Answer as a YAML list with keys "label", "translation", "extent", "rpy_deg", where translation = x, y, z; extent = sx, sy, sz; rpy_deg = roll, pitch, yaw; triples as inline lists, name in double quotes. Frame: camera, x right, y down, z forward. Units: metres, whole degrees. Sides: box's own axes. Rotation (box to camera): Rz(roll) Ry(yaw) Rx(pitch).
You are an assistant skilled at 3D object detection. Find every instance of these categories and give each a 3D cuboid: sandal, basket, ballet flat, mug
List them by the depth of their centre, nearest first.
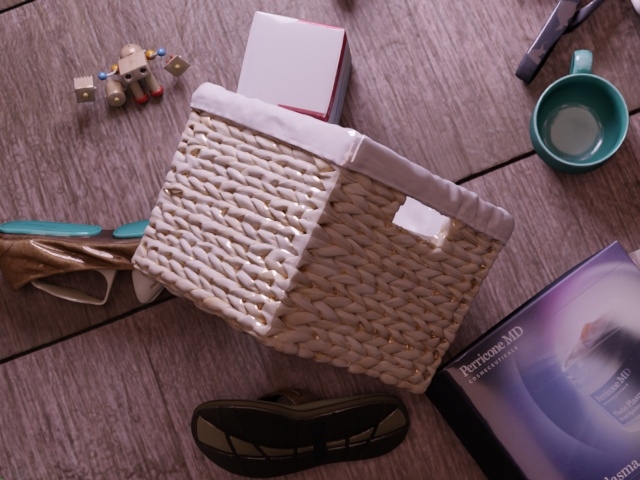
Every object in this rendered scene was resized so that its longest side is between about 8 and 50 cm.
- label: "basket"
  translation: [0.000, 0.000, 1.460]
  extent: [0.331, 0.328, 0.266]
  rpy_deg: [22, 89, 47]
- label: "sandal"
  translation: [-0.030, 0.256, 1.608]
  extent: [0.302, 0.086, 0.120]
  rpy_deg: [-1, 116, -12]
- label: "mug"
  translation: [0.366, -0.169, 1.618]
  extent: [0.129, 0.097, 0.158]
  rpy_deg: [37, 87, 8]
- label: "sandal"
  translation: [0.367, -0.329, 1.644]
  extent: [0.054, 0.097, 0.254]
  rpy_deg: [33, 97, 9]
- label: "ballet flat"
  translation: [-0.297, 0.030, 1.649]
  extent: [0.342, 0.116, 0.124]
  rpy_deg: [-3, 103, 4]

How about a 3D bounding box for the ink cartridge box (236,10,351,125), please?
- label: "ink cartridge box"
  translation: [-0.033, -0.226, 1.617]
  extent: [0.128, 0.176, 0.127]
  rpy_deg: [11, 87, 6]

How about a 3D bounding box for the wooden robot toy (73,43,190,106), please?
- label: "wooden robot toy"
  translation: [-0.280, -0.252, 1.707]
  extent: [0.173, 0.076, 0.079]
  rpy_deg: [-21, 47, 2]

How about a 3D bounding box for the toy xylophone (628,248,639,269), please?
- label: "toy xylophone"
  translation: [0.571, -0.013, 1.565]
  extent: [0.322, 0.081, 0.236]
  rpy_deg: [-15, 85, 12]

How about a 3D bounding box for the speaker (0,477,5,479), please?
- label: "speaker"
  translation: [-0.369, 0.461, 1.587]
  extent: [0.296, 0.131, 0.131]
  rpy_deg: [38, 87, 8]

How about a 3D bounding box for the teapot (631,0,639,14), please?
- label: "teapot"
  translation: [0.509, -0.370, 1.569]
  extent: [0.187, 0.252, 0.256]
  rpy_deg: [-25, 68, 15]

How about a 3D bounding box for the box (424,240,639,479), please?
- label: "box"
  translation: [0.339, 0.211, 1.508]
  extent: [0.296, 0.183, 0.294]
  rpy_deg: [-35, 81, -13]
